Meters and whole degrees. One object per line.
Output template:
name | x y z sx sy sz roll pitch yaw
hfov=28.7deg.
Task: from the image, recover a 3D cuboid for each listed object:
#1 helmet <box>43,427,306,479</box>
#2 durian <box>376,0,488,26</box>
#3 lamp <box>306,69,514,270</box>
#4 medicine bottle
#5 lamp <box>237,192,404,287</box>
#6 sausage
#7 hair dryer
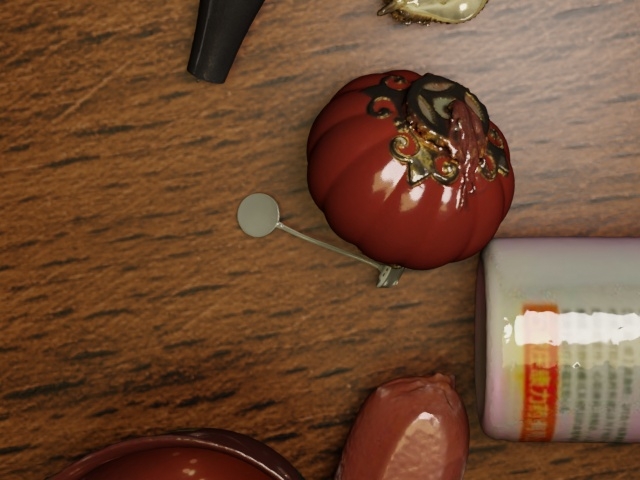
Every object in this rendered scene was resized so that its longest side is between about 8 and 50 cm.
helmet | -0.143 0.350 1.375 0.385 0.230 0.337 -24 95 15
durian | 0.114 -0.276 1.350 0.140 0.071 0.110 -30 102 -9
lamp | 0.097 -0.079 1.304 0.227 0.227 0.226 0 98 3
medicine bottle | 0.361 0.104 1.317 0.388 0.219 0.219 0 98 2
lamp | 0.000 0.000 1.422 0.198 0.056 0.050 24 100 11
sausage | 0.086 0.262 1.399 0.148 0.148 0.254 23 103 0
hair dryer | -0.172 -0.319 1.376 0.272 0.091 0.235 25 109 12
